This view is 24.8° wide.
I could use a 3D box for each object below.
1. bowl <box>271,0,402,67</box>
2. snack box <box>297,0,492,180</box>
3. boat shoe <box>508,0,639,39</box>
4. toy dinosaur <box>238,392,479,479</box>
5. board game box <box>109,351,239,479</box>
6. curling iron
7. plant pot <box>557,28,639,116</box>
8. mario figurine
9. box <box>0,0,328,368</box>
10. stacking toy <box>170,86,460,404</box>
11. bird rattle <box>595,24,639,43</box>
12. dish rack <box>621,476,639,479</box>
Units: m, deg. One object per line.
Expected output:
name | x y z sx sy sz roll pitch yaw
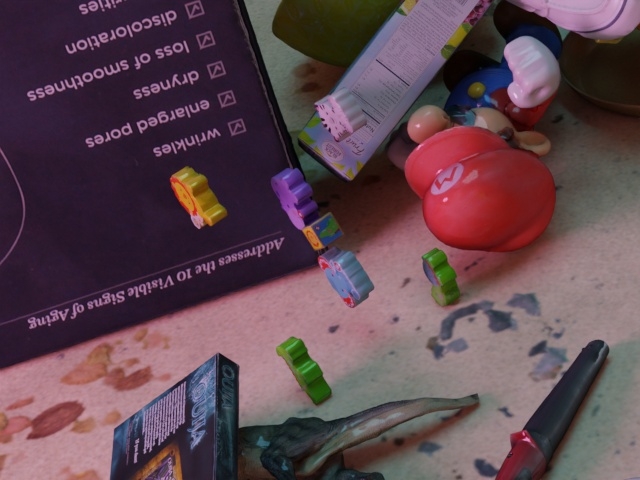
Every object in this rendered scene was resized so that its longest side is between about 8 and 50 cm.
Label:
bowl | 0.100 -0.279 1.560 0.156 0.289 0.289 41 55 3
snack box | 0.064 -0.153 1.361 0.207 0.070 0.174 -53 2 0
boat shoe | 0.193 -0.241 1.301 0.084 0.095 0.258 4 16 -27
toy dinosaur | -0.004 0.169 1.097 0.268 0.064 0.118 -13 28 1
board game box | -0.111 0.185 1.083 0.126 0.026 0.186 -36 34 27
curling iron | 0.138 0.157 1.067 0.068 0.035 0.274 15 47 38
plant pot | 0.356 -0.186 1.452 0.236 0.032 0.236 -12 34 8
mario figurine | 0.136 -0.121 1.328 0.170 0.198 0.320 5 34 10
box | -0.297 -0.159 1.318 0.480 0.471 0.297 -18 33 0
stacking toy | 0.000 0.000 1.221 0.167 0.221 0.052 -33 5 -20
bird rattle | 0.294 -0.243 1.399 0.143 0.207 0.253 -64 21 6
dish rack | 0.117 0.294 0.855 0.333 0.072 0.285 -18 35 0
